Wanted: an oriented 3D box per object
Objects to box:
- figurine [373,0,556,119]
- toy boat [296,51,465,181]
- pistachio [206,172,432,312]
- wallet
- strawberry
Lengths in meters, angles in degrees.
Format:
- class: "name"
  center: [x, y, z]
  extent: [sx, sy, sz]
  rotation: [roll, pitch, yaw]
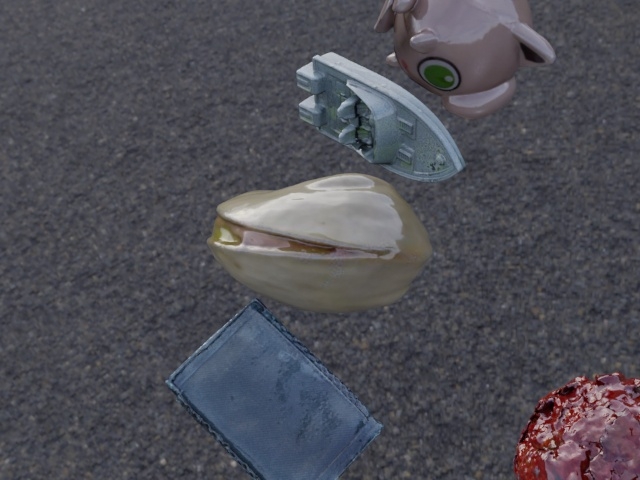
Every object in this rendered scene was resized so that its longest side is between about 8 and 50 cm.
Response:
- class: "figurine"
  center: [0.117, -0.171, 0.641]
  extent: [0.138, 0.125, 0.125]
  rotation: [27, 47, -10]
- class: "toy boat"
  center: [0.091, -0.176, 1.172]
  extent: [0.092, 0.141, 0.319]
  rotation: [-35, 51, -29]
- class: "pistachio"
  center: [0.000, 0.000, 1.528]
  extent: [0.445, 0.281, 0.365]
  rotation: [7, 5, 10]
- class: "wallet"
  center: [-0.083, 0.301, 1.391]
  extent: [0.342, 0.075, 0.237]
  rotation: [43, 67, 8]
- class: "strawberry"
  center: [0.374, 0.314, 1.052]
  extent: [0.220, 0.274, 0.274]
  rotation: [6, 35, -28]
